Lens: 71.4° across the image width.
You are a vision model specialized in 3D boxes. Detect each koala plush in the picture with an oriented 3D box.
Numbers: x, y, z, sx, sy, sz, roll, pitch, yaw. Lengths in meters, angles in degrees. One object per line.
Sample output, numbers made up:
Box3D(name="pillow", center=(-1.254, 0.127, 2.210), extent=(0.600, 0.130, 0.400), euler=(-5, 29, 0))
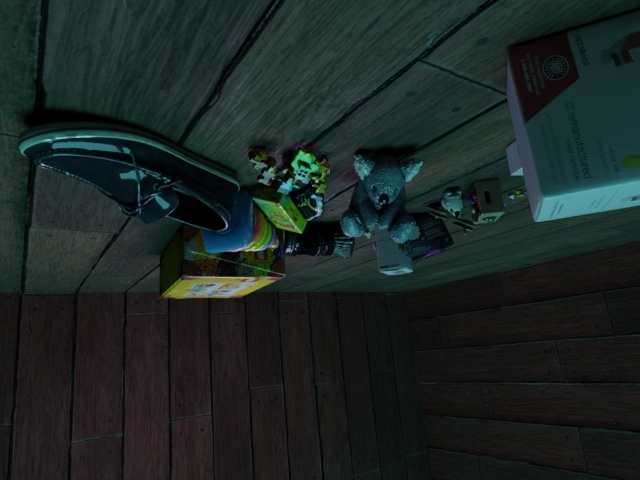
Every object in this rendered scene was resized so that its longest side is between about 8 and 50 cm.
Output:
Box3D(name="koala plush", center=(0.158, -0.138, 1.156), extent=(0.197, 0.203, 0.221), euler=(6, 146, 5))

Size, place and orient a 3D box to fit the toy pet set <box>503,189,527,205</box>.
Box3D(name="toy pet set", center=(0.631, -0.125, 1.529), extent=(0.114, 0.065, 0.122), euler=(2, 164, -28))

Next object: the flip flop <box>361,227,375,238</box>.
Box3D(name="flip flop", center=(0.192, -0.041, 1.670), extent=(0.112, 0.080, 0.277), euler=(-13, 164, 29))

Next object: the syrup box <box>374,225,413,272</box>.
Box3D(name="syrup box", center=(0.244, -0.007, 1.501), extent=(0.097, 0.236, 0.093), euler=(-12, 163, 26))

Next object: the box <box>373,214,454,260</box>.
Box3D(name="box", center=(0.347, 0.012, 1.696), extent=(0.248, 0.142, 0.163), euler=(-21, 168, -9))

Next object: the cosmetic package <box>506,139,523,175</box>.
Box3D(name="cosmetic package", center=(0.550, -0.232, 1.039), extent=(0.118, 0.085, 0.231), euler=(-2, 168, -10))

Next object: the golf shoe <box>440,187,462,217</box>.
Box3D(name="golf shoe", center=(0.440, -0.110, 1.479), extent=(0.069, 0.085, 0.176), euler=(-11, 166, 16))

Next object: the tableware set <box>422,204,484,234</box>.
Box3D(name="tableware set", center=(0.448, -0.069, 1.531), extent=(0.128, 0.039, 0.194), euler=(7, -162, -41))

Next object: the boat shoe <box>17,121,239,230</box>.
Box3D(name="boat shoe", center=(-0.379, -0.125, 0.983), extent=(0.187, 0.155, 0.500), euler=(-13, 163, 33))

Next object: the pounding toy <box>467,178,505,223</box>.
Box3D(name="pounding toy", center=(0.507, -0.108, 1.394), extent=(0.101, 0.141, 0.130), euler=(-6, 166, 4))

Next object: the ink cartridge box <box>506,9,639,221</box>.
Box3D(name="ink cartridge box", center=(0.527, -0.211, 0.715), extent=(0.385, 0.278, 0.160), euler=(-11, 164, 19))

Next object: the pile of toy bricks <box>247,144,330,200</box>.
Box3D(name="pile of toy bricks", center=(-0.052, -0.175, 1.042), extent=(0.212, 0.118, 0.105), euler=(16, 124, -34))

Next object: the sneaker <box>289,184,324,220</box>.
Box3D(name="sneaker", center=(-0.050, -0.104, 1.324), extent=(0.097, 0.084, 0.234), euler=(0, 165, -12))

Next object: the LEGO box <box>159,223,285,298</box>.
Box3D(name="LEGO box", center=(-0.411, 0.100, 1.778), extent=(0.373, 0.192, 0.500), euler=(3, 164, -29))

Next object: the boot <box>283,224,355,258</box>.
Box3D(name="boot", center=(0.000, -0.004, 1.630), extent=(0.261, 0.130, 0.348), euler=(2, 176, -1))

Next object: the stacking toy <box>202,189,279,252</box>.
Box3D(name="stacking toy", center=(-0.205, -0.024, 1.367), extent=(0.166, 0.175, 0.302), euler=(-9, 162, 23))

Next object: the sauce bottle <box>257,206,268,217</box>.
Box3D(name="sauce bottle", center=(-0.198, -0.087, 1.425), extent=(0.128, 0.042, 0.042), euler=(-12, 164, 23))

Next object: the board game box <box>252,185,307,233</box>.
Box3D(name="board game box", center=(-0.116, -0.087, 1.298), extent=(0.092, 0.043, 0.181), euler=(13, 159, 26))
